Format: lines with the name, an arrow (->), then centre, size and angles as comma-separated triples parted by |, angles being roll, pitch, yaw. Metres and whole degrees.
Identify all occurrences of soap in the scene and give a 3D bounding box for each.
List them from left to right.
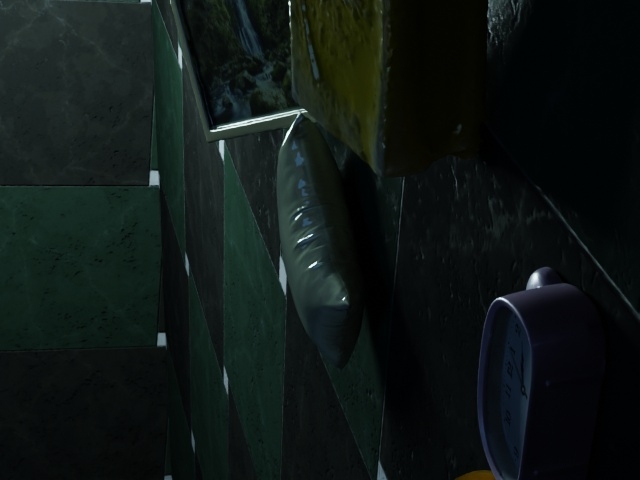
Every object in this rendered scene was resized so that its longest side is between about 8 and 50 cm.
soap -> 0.044, -0.222, 0.958 | 0.199, 0.091, 0.314 | -131, 33, -50

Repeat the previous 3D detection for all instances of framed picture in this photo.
framed picture -> -0.091, -0.244, 1.503 | 0.324, 0.020, 0.240 | 1, 107, 60

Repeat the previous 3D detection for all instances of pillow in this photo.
pillow -> 0.000, 0.000, 1.367 | 0.144, 0.078, 0.254 | 107, 155, -59

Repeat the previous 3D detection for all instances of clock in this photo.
clock -> 0.144, 0.096, 0.856 | 0.110, 0.050, 0.152 | -117, 25, -58

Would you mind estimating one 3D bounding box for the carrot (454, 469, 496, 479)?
carrot -> 0.132, 0.287, 0.998 | 0.061, 0.061, 0.209 | -122, 24, -62
